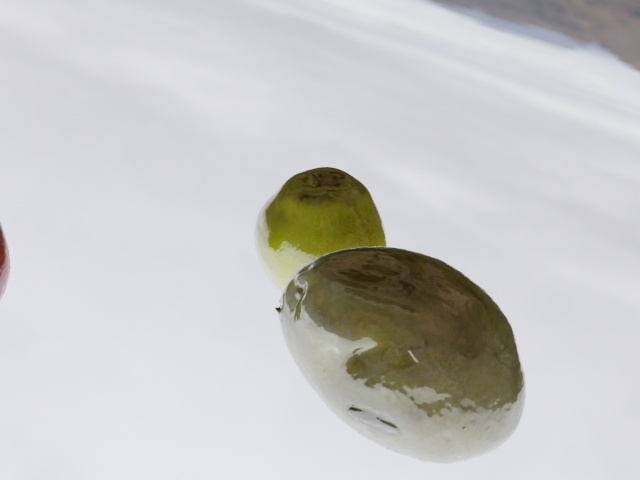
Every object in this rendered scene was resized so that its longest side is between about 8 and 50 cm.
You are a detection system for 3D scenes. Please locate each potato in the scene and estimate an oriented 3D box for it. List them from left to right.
[{"bbox_3d":[0.073,0.095,1.086,0.235,0.160,0.178,26,-170,-12],"label":"potato"}]

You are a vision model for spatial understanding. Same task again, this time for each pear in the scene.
[{"bbox_3d":[0.000,0.001,1.752,0.198,0.198,0.198,17,-168,-4],"label":"pear"}]

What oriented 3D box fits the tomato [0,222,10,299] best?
[{"bbox_3d":[-0.505,-0.022,1.618,0.143,0.338,0.338,-24,-173,9],"label":"tomato"}]
